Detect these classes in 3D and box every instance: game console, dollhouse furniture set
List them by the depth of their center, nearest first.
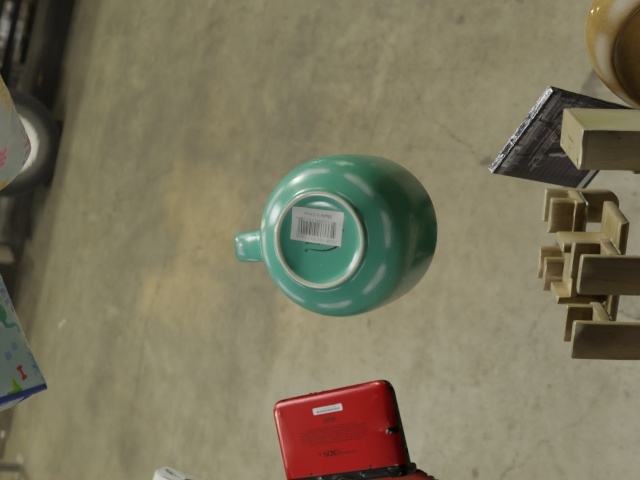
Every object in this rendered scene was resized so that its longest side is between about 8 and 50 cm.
[{"bbox_3d":[0.042,0.195,0.872,0.144,0.085,0.124,-19,79,38],"label":"game console"},{"bbox_3d":[0.347,-0.015,1.029,0.212,0.161,0.242,-84,-5,-68],"label":"dollhouse furniture set"}]

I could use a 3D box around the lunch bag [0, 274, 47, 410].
[{"bbox_3d":[-0.331,0.101,0.807,0.096,0.151,0.128,-28,85,16],"label":"lunch bag"}]

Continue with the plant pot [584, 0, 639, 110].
[{"bbox_3d":[0.362,-0.180,0.848,0.236,0.236,0.032,-39,31,51],"label":"plant pot"}]

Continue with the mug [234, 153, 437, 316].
[{"bbox_3d":[0.008,0.004,0.746,0.158,0.097,0.129,-42,78,21],"label":"mug"}]

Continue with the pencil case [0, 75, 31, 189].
[{"bbox_3d":[-0.365,-0.137,0.884,0.273,0.124,0.113,96,162,-70],"label":"pencil case"}]

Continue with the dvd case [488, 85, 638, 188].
[{"bbox_3d":[0.392,-0.158,1.478,0.164,0.221,0.018,-58,42,32],"label":"dvd case"}]

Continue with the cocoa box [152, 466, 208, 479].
[{"bbox_3d":[-0.034,0.356,0.593,0.228,0.231,0.347,-10,58,63],"label":"cocoa box"}]
